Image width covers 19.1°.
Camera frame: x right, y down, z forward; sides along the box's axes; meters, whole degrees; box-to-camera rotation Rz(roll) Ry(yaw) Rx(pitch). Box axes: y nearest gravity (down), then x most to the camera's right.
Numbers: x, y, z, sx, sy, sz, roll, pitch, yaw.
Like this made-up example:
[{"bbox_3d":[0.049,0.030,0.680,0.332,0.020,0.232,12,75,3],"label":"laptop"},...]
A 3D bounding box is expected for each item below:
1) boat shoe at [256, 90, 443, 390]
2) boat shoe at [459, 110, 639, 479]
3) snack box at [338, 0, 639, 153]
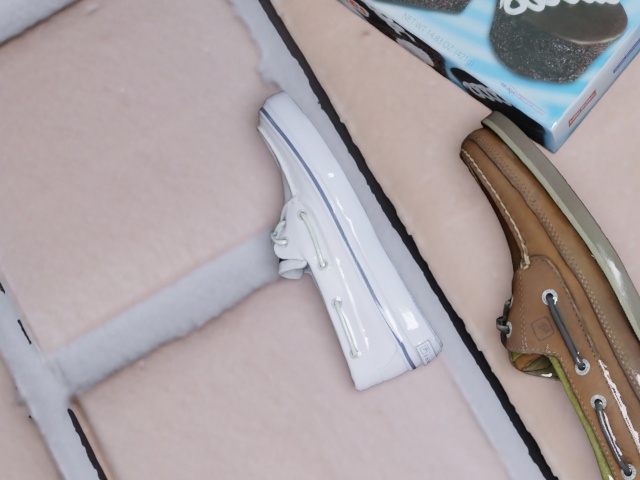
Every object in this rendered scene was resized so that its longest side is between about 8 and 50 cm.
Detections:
[{"bbox_3d":[0.000,0.000,1.345,0.076,0.083,0.226,-30,71,-1],"label":"boat shoe"},{"bbox_3d":[0.166,0.050,1.285,0.104,0.111,0.307,-36,64,7],"label":"boat shoe"},{"bbox_3d":[0.104,-0.231,1.410,0.322,0.060,0.187,37,82,19],"label":"snack box"}]
